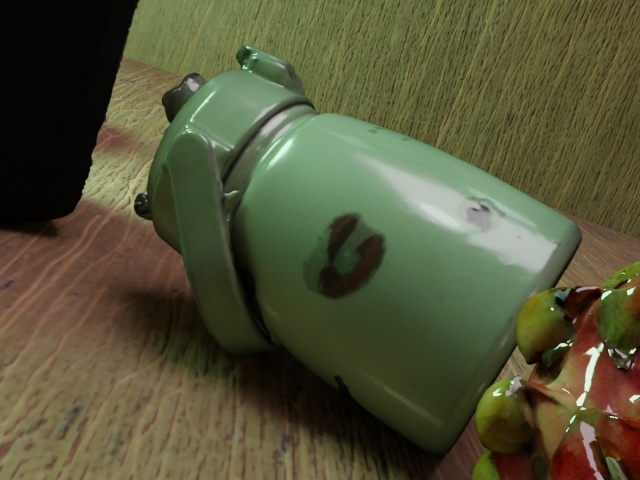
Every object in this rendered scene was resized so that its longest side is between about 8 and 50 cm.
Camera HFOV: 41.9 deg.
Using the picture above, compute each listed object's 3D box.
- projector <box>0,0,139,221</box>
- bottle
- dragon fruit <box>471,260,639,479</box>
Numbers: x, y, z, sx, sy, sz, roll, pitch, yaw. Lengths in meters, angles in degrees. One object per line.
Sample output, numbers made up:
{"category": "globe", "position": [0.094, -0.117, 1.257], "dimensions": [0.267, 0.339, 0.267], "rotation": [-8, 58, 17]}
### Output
{"category": "projector", "position": [-0.381, -0.252, 0.744], "dimensions": [0.405, 0.395, 0.242], "rotation": [11, 16, -29]}
{"category": "bottle", "position": [0.000, 0.000, 0.670], "dimensions": [0.352, 0.229, 0.229], "rotation": [31, 16, 14]}
{"category": "dragon fruit", "position": [0.220, 0.124, 0.478], "dimensions": [0.291, 0.250, 0.269], "rotation": [5, 17, -24]}
